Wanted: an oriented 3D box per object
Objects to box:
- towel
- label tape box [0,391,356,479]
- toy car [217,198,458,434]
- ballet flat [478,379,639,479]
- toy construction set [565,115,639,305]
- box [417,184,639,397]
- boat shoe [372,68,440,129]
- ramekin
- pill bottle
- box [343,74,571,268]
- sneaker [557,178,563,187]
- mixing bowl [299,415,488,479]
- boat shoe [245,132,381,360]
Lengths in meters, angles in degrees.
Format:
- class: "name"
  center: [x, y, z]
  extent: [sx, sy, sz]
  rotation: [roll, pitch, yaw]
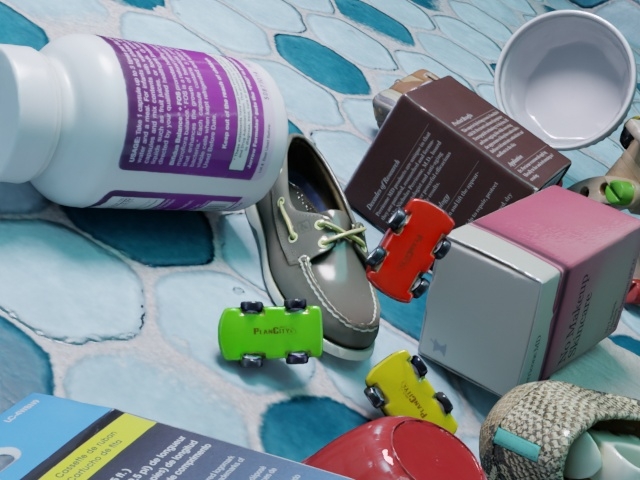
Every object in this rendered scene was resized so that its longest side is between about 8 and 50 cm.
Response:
- class: "towel"
  center: [0.362, 0.198, 1.253]
  extent: [0.282, 0.049, 0.187]
  rotation: [32, 29, 0]
- class: "label tape box"
  center: [-0.103, 0.225, 0.660]
  extent: [0.348, 0.115, 0.249]
  rotation: [10, 22, 21]
- class: "toy car"
  center: [0.015, 0.082, 1.035]
  extent: [0.225, 0.239, 0.053]
  rotation: [-1, -3, -9]
- class: "ballet flat"
  center: [0.386, 0.246, 1.048]
  extent: [0.483, 0.164, 0.182]
  rotation: [15, 0, -19]
- class: "toy construction set"
  center: [0.505, -0.042, 1.575]
  extent: [0.309, 0.237, 0.257]
  rotation: [24, 29, -14]
- class: "box"
  center: [0.232, 0.050, 1.192]
  extent: [0.127, 0.148, 0.232]
  rotation: [27, 32, 33]
- class: "boat shoe"
  center: [0.223, -0.134, 1.536]
  extent: [0.324, 0.123, 0.116]
  rotation: [40, 72, 15]
- class: "ramekin"
  center: [0.371, -0.232, 1.644]
  extent: [0.207, 0.207, 0.109]
  rotation: [41, 12, 19]
- class: "pill bottle"
  center: [-0.193, -0.115, 1.092]
  extent: [0.302, 0.169, 0.169]
  rotation: [1, 40, -44]
- class: "box"
  center: [0.172, -0.076, 1.384]
  extent: [0.203, 0.167, 0.168]
  rotation: [38, 29, 13]
- class: "sneaker"
  center: [0.294, -0.125, 1.673]
  extent: [0.209, 0.081, 0.094]
  rotation: [12, 36, -32]
- class: "mixing bowl"
  center: [0.073, 0.210, 0.899]
  extent: [0.181, 0.098, 0.181]
  rotation: [24, 28, -14]
- class: "boat shoe"
  center: [-0.004, -0.001, 1.172]
  extent: [0.109, 0.091, 0.305]
  rotation: [12, 33, -31]
